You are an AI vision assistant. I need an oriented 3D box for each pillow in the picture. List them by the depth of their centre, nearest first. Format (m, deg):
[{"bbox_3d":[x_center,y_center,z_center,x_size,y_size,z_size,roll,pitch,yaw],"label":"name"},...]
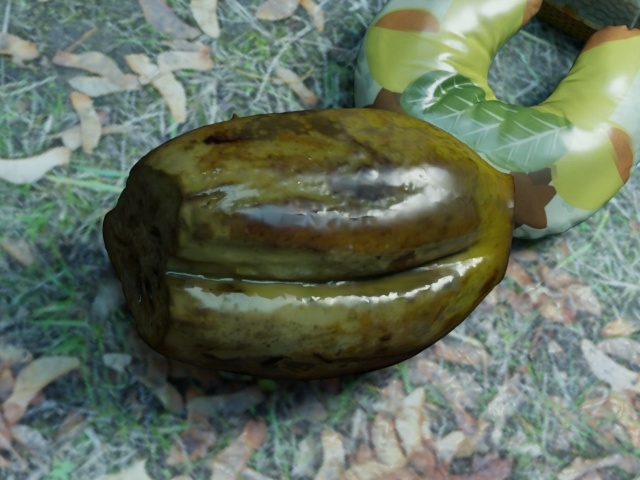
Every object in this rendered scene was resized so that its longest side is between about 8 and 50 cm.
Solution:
[{"bbox_3d":[0.141,-0.113,1.521,0.233,0.086,0.214,32,73,7],"label":"pillow"}]

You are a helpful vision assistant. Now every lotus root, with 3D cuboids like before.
[{"bbox_3d":[0.003,0.006,1.392,0.291,0.193,0.193,-6,66,-19],"label":"lotus root"}]

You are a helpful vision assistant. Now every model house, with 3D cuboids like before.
[{"bbox_3d":[0.231,-0.213,1.594,0.088,0.100,0.100,27,58,7],"label":"model house"}]
